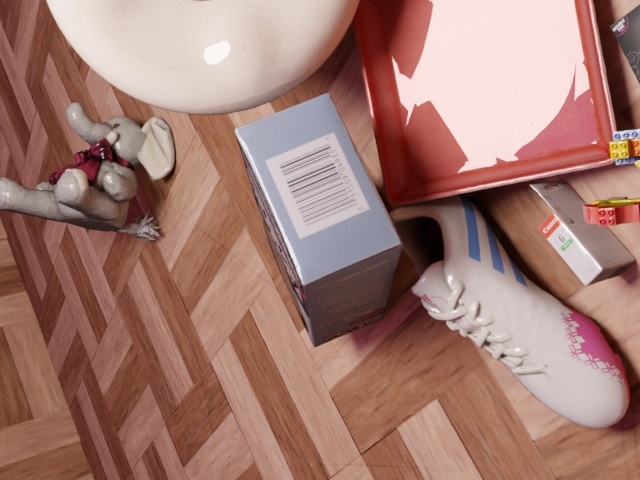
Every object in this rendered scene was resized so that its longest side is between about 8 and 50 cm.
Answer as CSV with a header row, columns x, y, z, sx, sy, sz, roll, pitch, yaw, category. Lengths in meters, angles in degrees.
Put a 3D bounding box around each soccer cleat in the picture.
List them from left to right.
x,y,z,sx,sy,sz,roll,pitch,yaw,category
0.184,0.079,0.815,0.331,0.143,0.116,53,138,30,soccer cleat

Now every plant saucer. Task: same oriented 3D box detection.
x,y,z,sx,sy,sz,roll,pitch,yaw,category
0.169,-0.185,0.791,0.259,0.047,0.259,-10,91,35,plant saucer

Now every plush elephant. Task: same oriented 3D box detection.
x,y,z,sx,sy,sz,roll,pitch,yaw,category
-0.444,-0.159,1.511,0.271,0.330,0.256,-4,74,40,plush elephant

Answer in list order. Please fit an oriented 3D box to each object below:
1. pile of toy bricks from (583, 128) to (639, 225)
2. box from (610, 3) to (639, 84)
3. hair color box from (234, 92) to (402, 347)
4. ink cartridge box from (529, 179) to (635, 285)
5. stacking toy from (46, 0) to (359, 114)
x,y,z,sx,sy,sz,roll,pitch,yaw,category
0.316,-0.063,0.606,0.212,0.105,0.118,-2,99,41,pile of toy bricks
0.310,-0.172,0.655,0.062,0.052,0.083,-36,70,49,box
0.000,0.000,0.914,0.374,0.113,0.185,84,163,-73,hair color box
0.259,-0.010,0.758,0.115,0.062,0.029,57,136,27,ink cartridge box
-0.129,-0.339,0.973,0.480,0.350,0.351,-99,4,-81,stacking toy
